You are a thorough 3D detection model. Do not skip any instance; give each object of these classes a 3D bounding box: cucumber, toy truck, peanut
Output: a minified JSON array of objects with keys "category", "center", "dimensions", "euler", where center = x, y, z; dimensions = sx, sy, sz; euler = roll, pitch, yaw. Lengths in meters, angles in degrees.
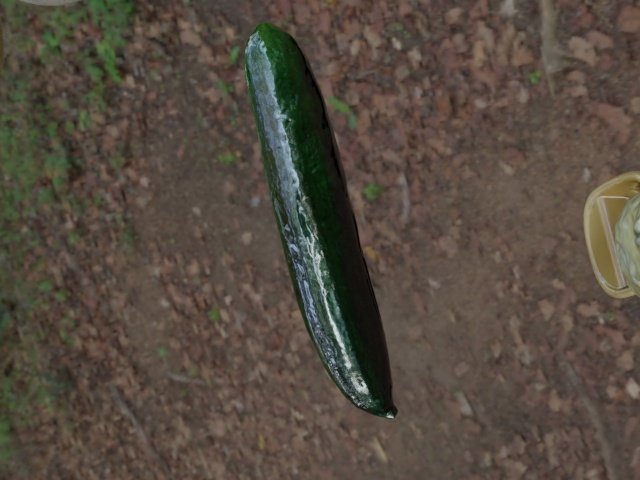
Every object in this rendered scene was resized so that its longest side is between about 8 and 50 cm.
[{"category":"cucumber","center":[0.000,0.000,0.622],"dimensions":[0.056,0.056,0.284],"euler":[18,130,53]},{"category":"toy truck","center":[0.574,-0.012,1.606],"dimensions":[0.288,0.211,0.204],"euler":[124,139,-71]},{"category":"peanut","center":[0.394,0.008,1.080],"dimensions":[0.130,0.290,0.130],"euler":[-4,80,21]}]

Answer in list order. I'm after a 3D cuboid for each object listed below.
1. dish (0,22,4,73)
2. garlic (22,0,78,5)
[{"category":"dish","center":[-0.314,-0.131,0.760],"dimensions":[0.149,0.208,0.080],"euler":[42,180,19]},{"category":"garlic","center":[-0.277,-0.391,1.015],"dimensions":[0.322,0.241,0.322],"euler":[10,104,46]}]
